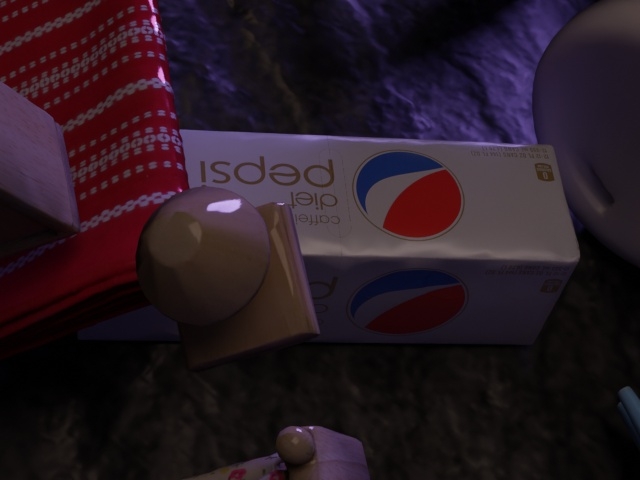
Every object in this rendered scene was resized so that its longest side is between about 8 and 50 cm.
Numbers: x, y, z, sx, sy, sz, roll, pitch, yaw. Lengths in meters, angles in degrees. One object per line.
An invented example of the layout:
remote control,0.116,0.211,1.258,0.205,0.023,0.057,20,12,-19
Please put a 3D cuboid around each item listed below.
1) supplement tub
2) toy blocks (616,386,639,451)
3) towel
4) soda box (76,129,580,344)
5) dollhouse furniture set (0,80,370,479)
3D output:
supplement tub,0.220,-0.083,0.670,0.200,0.144,0.144,-31,66,-30
toy blocks,0.138,0.134,0.551,0.123,0.054,0.148,-16,59,-23
towel,-0.159,-0.060,0.583,0.199,0.031,0.275,-21,56,10
soda box,0.000,0.000,0.604,0.216,0.074,0.069,1,54,-12
dollhouse furniture set,-0.145,0.119,0.386,0.303,0.174,0.355,-17,71,12
